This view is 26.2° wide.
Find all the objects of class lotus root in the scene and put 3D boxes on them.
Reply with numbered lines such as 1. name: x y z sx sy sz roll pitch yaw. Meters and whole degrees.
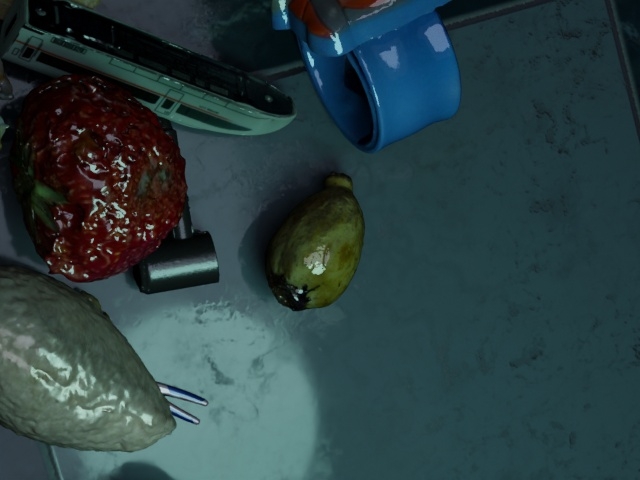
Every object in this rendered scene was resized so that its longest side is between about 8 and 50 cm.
1. lotus root: 0.000 0.000 1.895 0.138 0.138 0.214 30 72 -17

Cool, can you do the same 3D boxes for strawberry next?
1. strawberry: -0.276 -0.080 1.731 0.220 0.274 0.274 -9 95 -25

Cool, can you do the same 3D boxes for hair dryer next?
1. hair dryer: -0.211 -0.055 1.860 0.114 0.070 0.248 -11 92 -18

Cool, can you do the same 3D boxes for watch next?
1. watch: 0.049 -0.276 1.865 0.241 0.305 0.275 -25 130 -12

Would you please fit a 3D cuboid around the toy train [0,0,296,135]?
1. toy train: -0.220 -0.213 1.817 0.406 0.086 0.088 19 130 -29

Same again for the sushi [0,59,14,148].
1. sushi: -0.563 -0.176 1.615 0.417 0.176 0.418 14 47 -16

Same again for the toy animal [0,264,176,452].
1. toy animal: -0.353 0.144 1.727 0.188 0.226 0.358 -48 125 -5

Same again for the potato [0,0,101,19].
1. potato: -0.407 -0.351 1.777 0.261 0.120 0.100 12 129 -20

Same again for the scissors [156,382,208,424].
1. scissors: -0.210 0.217 1.896 0.113 0.012 0.039 27 84 -17
